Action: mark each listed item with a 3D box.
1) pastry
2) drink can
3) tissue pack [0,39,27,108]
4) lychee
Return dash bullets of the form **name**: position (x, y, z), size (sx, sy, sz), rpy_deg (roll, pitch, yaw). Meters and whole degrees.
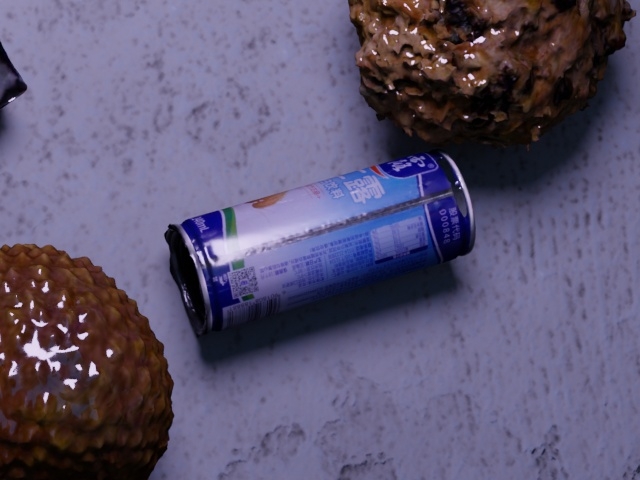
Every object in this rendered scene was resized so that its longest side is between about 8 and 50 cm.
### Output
- **pastry**: position (0.124, -0.200, 1.360), size (0.275, 0.193, 0.275), rpy_deg (-18, 119, -37)
- **drink can**: position (0.000, 0.000, 1.338), size (0.235, 0.097, 0.097), rpy_deg (-17, 86, -15)
- **tissue pack**: position (-0.408, -0.120, 1.219), size (0.332, 0.123, 0.245), rpy_deg (-36, 111, -18)
- **lychee**: position (-0.202, 0.114, 1.219), size (0.200, 0.200, 0.238), rpy_deg (-6, 64, -15)
